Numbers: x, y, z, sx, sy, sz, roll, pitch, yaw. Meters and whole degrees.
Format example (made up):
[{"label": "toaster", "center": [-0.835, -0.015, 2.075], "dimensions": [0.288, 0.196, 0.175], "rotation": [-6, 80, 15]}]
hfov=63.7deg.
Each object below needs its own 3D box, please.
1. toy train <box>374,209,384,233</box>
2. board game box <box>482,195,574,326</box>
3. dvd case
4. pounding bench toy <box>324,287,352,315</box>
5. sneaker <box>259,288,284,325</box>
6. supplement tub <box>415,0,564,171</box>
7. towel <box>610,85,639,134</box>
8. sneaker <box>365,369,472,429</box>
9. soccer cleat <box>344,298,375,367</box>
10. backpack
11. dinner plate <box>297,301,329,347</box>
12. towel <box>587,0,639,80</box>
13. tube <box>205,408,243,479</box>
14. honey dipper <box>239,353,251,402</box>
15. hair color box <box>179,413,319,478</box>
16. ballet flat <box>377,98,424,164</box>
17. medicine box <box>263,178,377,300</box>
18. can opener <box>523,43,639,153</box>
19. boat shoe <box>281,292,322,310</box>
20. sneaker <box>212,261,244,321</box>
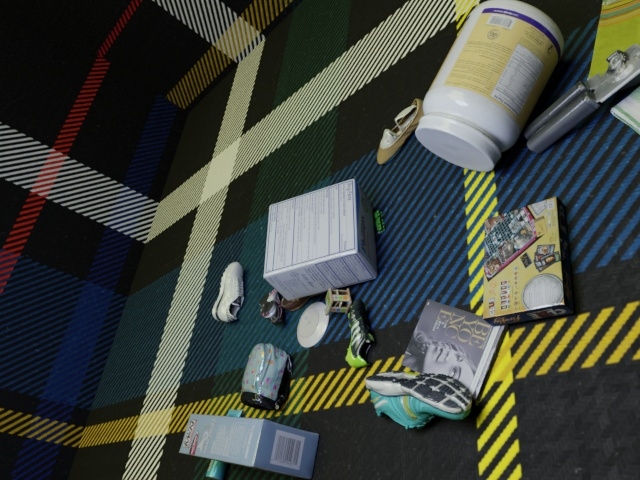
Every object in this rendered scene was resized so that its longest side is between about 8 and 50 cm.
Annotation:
[{"label": "toy train", "center": [0.169, -0.053, 1.489], "dimensions": [0.024, 0.017, 0.083], "rotation": [-46, 34, 39]}, {"label": "board game box", "center": [0.413, 0.043, 1.040], "dimensions": [0.165, 0.042, 0.244], "rotation": [-21, 46, 43]}, {"label": "dvd case", "center": [0.282, 0.228, 1.113], "dimensions": [0.221, 0.018, 0.165], "rotation": [13, 76, 56]}, {"label": "pounding bench toy", "center": [0.049, 0.178, 1.437], "dimensions": [0.052, 0.065, 0.083], "rotation": [-98, 17, -44]}, {"label": "sneaker", "center": [-0.153, 0.222, 1.671], "dimensions": [0.071, 0.077, 0.178], "rotation": [-33, 17, 13]}, {"label": "supplement tub", "center": [0.390, -0.356, 1.214], "dimensions": [0.241, 0.241, 0.332], "rotation": [25, 87, 58]}, {"label": "towel", "center": [0.656, -0.282, 0.993], "dimensions": [0.152, 0.023, 0.113], "rotation": [-45, 36, 23]}, {"label": "sneaker", "center": [0.205, 0.338, 1.074], "dimensions": [0.275, 0.106, 0.110], "rotation": [-13, 88, 57]}, {"label": "soccer cleat", "center": [0.107, 0.236, 1.318], "dimensions": [0.072, 0.060, 0.179], "rotation": [-13, 61, 38]}, {"label": "backpack", "center": [-0.161, 0.394, 1.503], "dimensions": [0.151, 0.115, 0.182], "rotation": [-16, 50, 51]}, {"label": "dinner plate", "center": [-0.028, 0.247, 1.527], "dimensions": [0.141, 0.017, 0.141], "rotation": [-35, 39, 34]}, {"label": "towel", "center": [0.656, -0.458, 1.133], "dimensions": [0.102, 0.021, 0.238], "rotation": [-5, 62, 54]}, {"label": "tube", "center": [-0.292, 0.618, 1.573], "dimensions": [0.080, 0.052, 0.207], "rotation": [-16, 47, 42]}, {"label": "honey dipper", "center": [-0.232, 0.439, 1.646], "dimensions": [0.030, 0.030, 0.161], "rotation": [-33, 39, 36]}, {"label": "hair color box", "center": [-0.198, 0.542, 1.371], "dimensions": [0.374, 0.185, 0.114], "rotation": [-19, 51, 46]}, {"label": "ballet flat", "center": [0.236, -0.335, 1.564], "dimensions": [0.232, 0.073, 0.080], "rotation": [-47, 34, 20]}, {"label": "medicine box", "center": [0.000, 0.000, 1.477], "dimensions": [0.289, 0.149, 0.264], "rotation": [-15, 50, 20]}, {"label": "can opener", "center": [0.568, -0.286, 1.086], "dimensions": [0.283, 0.095, 0.076], "rotation": [-46, 33, 44]}, {"label": "boat shoe", "center": [-0.061, 0.152, 1.594], "dimensions": [0.207, 0.073, 0.073], "rotation": [-37, 41, 34]}, {"label": "sneaker", "center": [-0.322, 0.192, 1.926], "dimensions": [0.094, 0.090, 0.235], "rotation": [-7, 63, 37]}]
